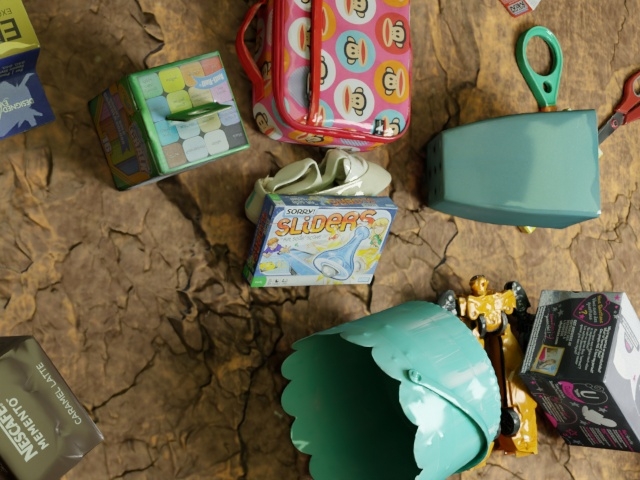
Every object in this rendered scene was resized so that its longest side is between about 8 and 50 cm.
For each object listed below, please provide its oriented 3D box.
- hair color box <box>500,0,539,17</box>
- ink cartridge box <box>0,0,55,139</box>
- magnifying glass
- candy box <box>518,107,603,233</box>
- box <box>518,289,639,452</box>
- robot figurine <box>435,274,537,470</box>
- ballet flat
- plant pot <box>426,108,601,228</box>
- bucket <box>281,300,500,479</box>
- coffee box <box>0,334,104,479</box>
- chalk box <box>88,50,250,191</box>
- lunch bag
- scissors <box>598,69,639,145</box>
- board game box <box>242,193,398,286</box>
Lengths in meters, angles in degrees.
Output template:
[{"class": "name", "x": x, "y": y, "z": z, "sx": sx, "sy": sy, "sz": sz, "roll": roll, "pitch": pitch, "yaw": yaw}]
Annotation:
[{"class": "hair color box", "x": 0.315, "y": -0.473, "z": 1.689, "sx": 0.167, "sy": 0.053, "sz": 0.093, "roll": 46, "pitch": 64, "yaw": -19}, {"class": "ink cartridge box", "x": -0.500, "y": -0.244, "z": 1.178, "sx": 0.303, "sy": 0.072, "sz": 0.307, "roll": -26, "pitch": 96, "yaw": -30}, {"class": "magnifying glass", "x": 0.390, "y": -0.255, "z": 1.723, "sx": 0.092, "sy": 0.026, "sz": 0.231, "roll": -9, "pitch": 91, "yaw": -31}, {"class": "candy box", "x": 0.382, "y": -0.118, "z": 1.684, "sx": 0.206, "sy": 0.027, "sz": 0.105, "roll": -45, "pitch": 104, "yaw": -16}, {"class": "box", "x": 0.435, "y": 0.206, "z": 1.571, "sx": 0.247, "sy": 0.142, "sz": 0.163, "roll": 51, "pitch": 51, "yaw": -42}, {"class": "robot figurine", "x": 0.252, "y": 0.199, "z": 1.556, "sx": 0.211, "sy": 0.085, "sz": 0.291, "roll": -5, "pitch": 88, "yaw": -31}, {"class": "ballet flat", "x": 0.003, "y": -0.087, "z": 1.435, "sx": 0.248, "sy": 0.086, "sz": 0.086, "roll": -21, "pitch": 95, "yaw": -31}, {"class": "plant pot", "x": 0.290, "y": -0.110, "z": 1.555, "sx": 0.234, "sy": 0.165, "sz": 0.166, "roll": 1, "pitch": 84, "yaw": -8}, {"class": "bucket", "x": 0.098, "y": 0.223, "z": 1.364, "sx": 0.183, "sy": 0.281, "sz": 0.281, "roll": -19, "pitch": 94, "yaw": -36}, {"class": "coffee box", "x": -0.352, "y": 0.189, "z": 1.109, "sx": 0.098, "sy": 0.246, "sz": 0.141, "roll": -39, "pitch": 103, "yaw": -28}, {"class": "chalk box", "x": -0.187, "y": -0.153, "z": 1.264, "sx": 0.132, "sy": 0.213, "sz": 0.132, "roll": -21, "pitch": 95, "yaw": -31}, {"class": "lunch bag", "x": 0.001, "y": -0.283, "z": 1.452, "sx": 0.258, "sy": 0.120, "sz": 0.293, "roll": 5, "pitch": 81, "yaw": -26}, {"class": "scissors", "x": 0.535, "y": -0.229, "z": 1.812, "sx": 0.297, "sy": 0.021, "sz": 0.109, "roll": -25, "pitch": 100, "yaw": -29}, {"class": "board game box", "x": 0.000, "y": 0.000, "z": 1.416, "sx": 0.201, "sy": 0.035, "sz": 0.136, "roll": -1, "pitch": 124, "yaw": -30}]
